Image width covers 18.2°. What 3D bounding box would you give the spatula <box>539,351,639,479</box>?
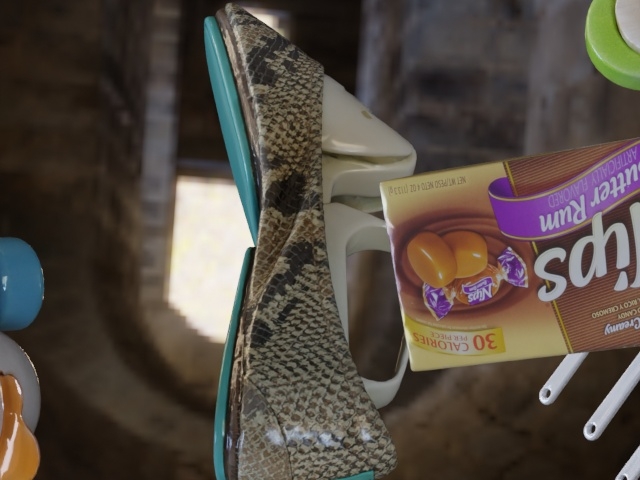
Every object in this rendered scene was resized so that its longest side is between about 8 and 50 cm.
[{"bbox_3d":[0.297,0.087,1.761,0.019,0.242,0.168,15,-154,-45],"label":"spatula"}]

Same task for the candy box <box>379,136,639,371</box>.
[{"bbox_3d":[0.132,0.006,1.066,0.186,0.109,0.053,-8,-178,30],"label":"candy box"}]

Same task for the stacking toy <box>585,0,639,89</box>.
[{"bbox_3d":[0.397,-0.296,1.997,0.309,0.279,0.130,8,160,16],"label":"stacking toy"}]

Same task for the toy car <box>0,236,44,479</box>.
[{"bbox_3d":[-0.275,0.119,1.410,0.219,0.210,0.238,0,-153,-42],"label":"toy car"}]

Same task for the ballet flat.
[{"bbox_3d":[0.000,0.000,1.624,0.182,0.483,0.164,-4,142,0],"label":"ballet flat"}]
